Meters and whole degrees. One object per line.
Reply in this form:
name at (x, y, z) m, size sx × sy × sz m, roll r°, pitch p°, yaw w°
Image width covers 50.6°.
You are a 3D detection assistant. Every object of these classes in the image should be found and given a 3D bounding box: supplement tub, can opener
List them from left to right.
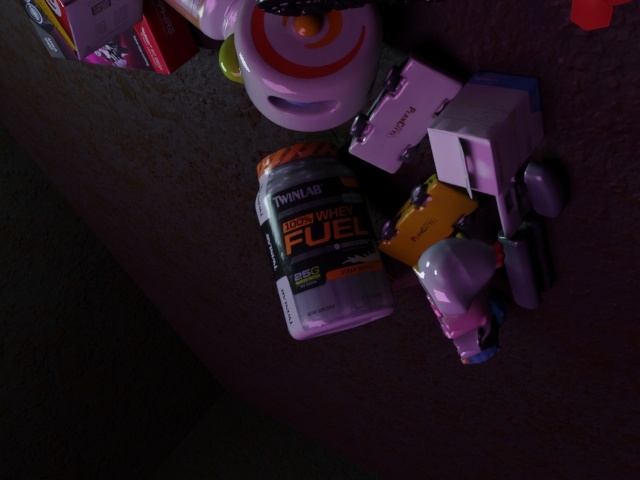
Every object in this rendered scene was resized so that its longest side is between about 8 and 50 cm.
supplement tub at (-0.158, -0.385, 0.976) m, size 0.199 × 0.144 × 0.144 m, roll 40°, pitch 155°, yaw 4°
supplement tub at (0.000, 0.000, 1.184) m, size 0.193 × 0.193 × 0.316 m, roll 139°, pitch 116°, yaw -65°
can opener at (0.314, -0.001, 0.988) m, size 0.095 × 0.076 × 0.283 m, roll 20°, pitch 148°, yaw 41°

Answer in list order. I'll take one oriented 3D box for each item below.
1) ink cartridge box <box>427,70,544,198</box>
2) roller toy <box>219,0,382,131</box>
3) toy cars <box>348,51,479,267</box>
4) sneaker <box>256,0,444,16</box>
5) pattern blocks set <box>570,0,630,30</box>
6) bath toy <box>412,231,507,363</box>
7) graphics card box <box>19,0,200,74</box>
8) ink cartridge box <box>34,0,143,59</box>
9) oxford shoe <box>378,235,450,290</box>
ink cartridge box at (0.206, -0.131, 0.853) m, size 0.090 × 0.143 × 0.092 m, roll 21°, pitch 148°, yaw 38°
roller toy at (-0.013, -0.255, 0.890) m, size 0.191 × 0.209 × 0.146 m, roll 49°, pitch 172°, yaw 10°
toy cars at (0.146, -0.118, 1.028) m, size 0.176 × 0.087 × 0.394 m, roll -3°, pitch 134°, yaw 18°
sneaker at (0.061, -0.331, 0.743) m, size 0.283 × 0.124 × 0.107 m, roll -1°, pitch -177°, yaw 12°
pattern blocks set at (0.199, -0.332, 0.536) m, size 0.285 × 0.026 × 0.325 m, roll 29°, pitch 156°, yaw 2°
bath toy at (0.234, 0.081, 1.067) m, size 0.151 × 0.129 × 0.348 m, roll 60°, pitch -176°, yaw 28°
graphics card box at (-0.422, -0.449, 1.270) m, size 0.371 × 0.094 × 0.233 m, roll 18°, pitch 144°, yaw 32°
ink cartridge box at (-0.400, -0.440, 0.984) m, size 0.309 × 0.130 × 0.272 m, roll 53°, pitch 166°, yaw -4°
oxford shoe at (0.128, 0.062, 1.286) m, size 0.130 × 0.133 × 0.363 m, roll 48°, pitch 152°, yaw -11°
